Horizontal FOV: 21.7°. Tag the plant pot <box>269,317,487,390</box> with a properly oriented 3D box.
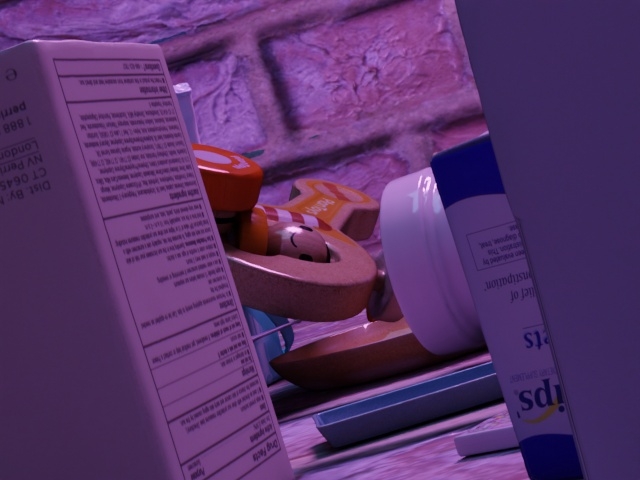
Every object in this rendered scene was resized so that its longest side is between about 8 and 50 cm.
[{"bbox_3d":[0.076,0.076,1.315,0.236,0.032,0.236,-16,1,0],"label":"plant pot"}]

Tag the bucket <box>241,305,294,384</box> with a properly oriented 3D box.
[{"bbox_3d":[-0.166,0.069,1.520,0.281,0.183,0.281,-16,1,0],"label":"bucket"}]

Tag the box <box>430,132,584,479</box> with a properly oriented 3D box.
[{"bbox_3d":[0.122,0.013,0.668,0.072,0.137,0.126,-18,0,40],"label":"box"}]

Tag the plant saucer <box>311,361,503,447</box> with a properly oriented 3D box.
[{"bbox_3d":[0.090,0.083,0.958,0.192,0.018,0.067,-17,1,-3],"label":"plant saucer"}]

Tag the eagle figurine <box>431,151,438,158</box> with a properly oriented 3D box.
[{"bbox_3d":[0.273,-0.056,1.315,0.226,0.225,0.298,-5,-17,-35],"label":"eagle figurine"}]

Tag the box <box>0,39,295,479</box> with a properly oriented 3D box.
[{"bbox_3d":[-0.120,0.035,0.773,0.127,0.232,0.148,-17,0,17],"label":"box"}]

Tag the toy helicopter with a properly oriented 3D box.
[{"bbox_3d":[0.000,0.000,1.364,0.235,0.140,0.355,15,14,9],"label":"toy helicopter"}]

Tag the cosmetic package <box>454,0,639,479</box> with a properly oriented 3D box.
[{"bbox_3d":[0.210,-0.087,0.577,0.377,0.284,0.097,-18,1,-39],"label":"cosmetic package"}]

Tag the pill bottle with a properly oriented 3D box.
[{"bbox_3d":[0.181,-0.016,1.083,0.265,0.153,0.153,-16,1,23],"label":"pill bottle"}]

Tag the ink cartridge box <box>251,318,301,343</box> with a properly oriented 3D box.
[{"bbox_3d":[-0.178,0.137,1.213,0.333,0.065,0.165,-18,0,32],"label":"ink cartridge box"}]

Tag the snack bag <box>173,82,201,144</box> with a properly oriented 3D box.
[{"bbox_3d":[-0.253,0.030,1.678,0.323,0.342,0.037,-16,29,-10],"label":"snack bag"}]

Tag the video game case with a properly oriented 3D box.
[{"bbox_3d":[0.130,0.076,0.797,0.087,0.011,0.122,-16,0,37],"label":"video game case"}]
